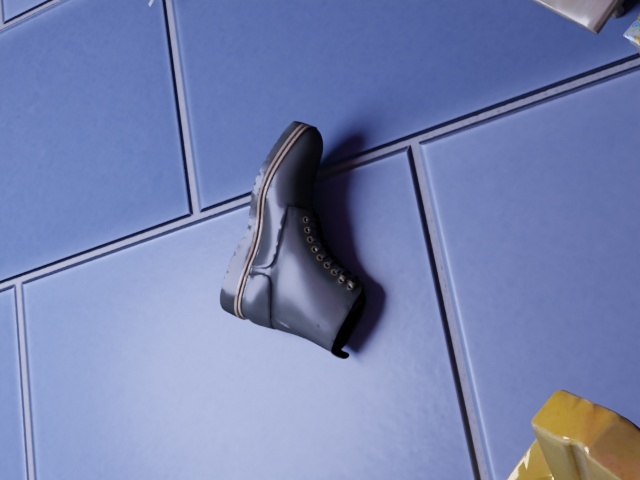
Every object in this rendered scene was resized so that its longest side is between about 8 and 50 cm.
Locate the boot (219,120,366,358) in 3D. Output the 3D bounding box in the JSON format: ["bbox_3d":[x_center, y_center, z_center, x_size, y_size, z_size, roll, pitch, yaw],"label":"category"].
[{"bbox_3d":[0.000,0.000,0.911,0.137,0.077,0.198,23,102,26],"label":"boot"}]

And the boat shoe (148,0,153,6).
[{"bbox_3d":[-0.127,-0.334,1.030,0.285,0.104,0.089,-28,64,19],"label":"boat shoe"}]

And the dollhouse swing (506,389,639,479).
[{"bbox_3d":[0.207,0.303,0.590,0.346,0.305,0.315,37,96,29],"label":"dollhouse swing"}]

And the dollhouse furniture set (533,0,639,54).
[{"bbox_3d":[0.260,-0.293,0.783,0.212,0.161,0.242,38,97,29],"label":"dollhouse furniture set"}]
